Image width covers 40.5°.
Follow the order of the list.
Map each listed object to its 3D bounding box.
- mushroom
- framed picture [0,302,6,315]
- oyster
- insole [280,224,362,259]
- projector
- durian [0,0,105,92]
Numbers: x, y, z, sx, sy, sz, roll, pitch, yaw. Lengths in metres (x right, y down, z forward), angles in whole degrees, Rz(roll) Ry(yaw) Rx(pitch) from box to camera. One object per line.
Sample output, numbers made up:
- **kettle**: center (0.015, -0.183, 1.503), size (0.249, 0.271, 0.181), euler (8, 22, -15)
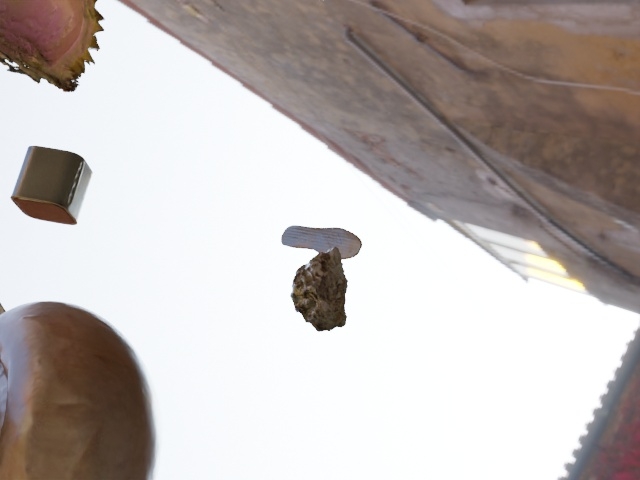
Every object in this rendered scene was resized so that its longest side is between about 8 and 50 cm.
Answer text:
- **mushroom**: center (-0.299, 0.194, 0.787), size (0.290, 0.298, 0.297), euler (18, -89, -35)
- **framed picture**: center (-0.514, 0.203, 1.193), size (0.273, 0.216, 0.016), euler (-43, -25, 6)
- **oyster**: center (0.008, 0.064, 1.111), size (0.098, 0.037, 0.100), euler (-23, -106, -34)
- **insole**: center (0.000, 0.000, 1.598), size (0.004, 0.188, 0.064), euler (42, -115, -47)
- **projector**: center (-0.376, -0.077, 1.220), size (0.083, 0.083, 0.082), euler (83, -163, -69)
- **durian**: center (-0.453, -0.355, 1.284), size (0.305, 0.195, 0.185), euler (31, -90, -10)
